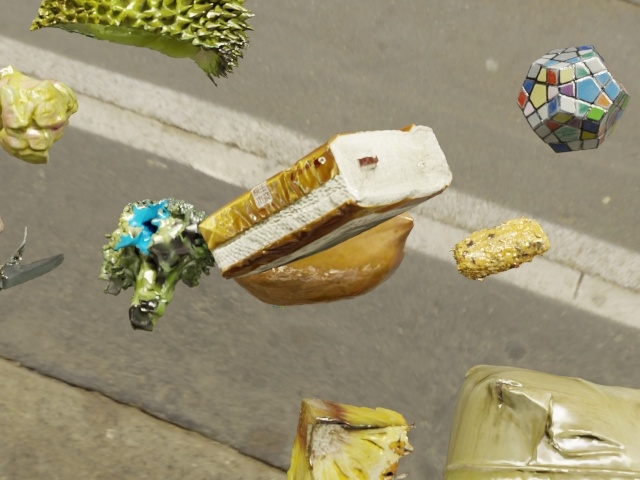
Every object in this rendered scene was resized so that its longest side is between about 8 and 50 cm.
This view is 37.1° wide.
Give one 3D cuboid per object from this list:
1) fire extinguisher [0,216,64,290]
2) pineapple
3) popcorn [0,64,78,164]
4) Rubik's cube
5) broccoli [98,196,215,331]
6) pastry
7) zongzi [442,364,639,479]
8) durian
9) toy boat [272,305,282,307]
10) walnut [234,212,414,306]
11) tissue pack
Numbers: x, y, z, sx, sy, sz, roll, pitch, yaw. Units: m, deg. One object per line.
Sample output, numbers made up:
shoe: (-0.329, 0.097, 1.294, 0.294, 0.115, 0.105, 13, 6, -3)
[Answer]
fire extinguisher: (-0.354, -0.029, 0.797, 0.268, 0.105, 0.105, 28, 82, 2)
pineapple: (0.029, 0.328, 1.465, 0.236, 0.114, 0.186, -43, 113, -8)
popcorn: (-0.312, -0.133, 1.024, 0.089, 0.109, 0.097, 15, 85, -12)
Rubik's cube: (0.254, -0.142, 0.957, 0.111, 0.111, 0.093, -13, 114, 4)
broccoli: (-0.194, 0.029, 1.132, 0.167, 0.155, 0.160, 1, 51, 8)
pastry: (0.263, 0.013, 1.400, 0.140, 0.056, 0.080, -28, 38, 14)
zongzi: (0.119, 0.152, 0.342, 0.178, 0.081, 0.189, 16, 78, -5)
durian: (-0.225, -0.327, 1.341, 0.169, 0.351, 0.158, -18, 76, 40)
toy boat: (-0.031, -0.001, 1.846, 0.084, 0.111, 0.276, -1, 60, 41)
walnut: (0.000, 0.000, 1.335, 0.297, 0.203, 0.203, -4, 76, 32)
tissue pack: (0.007, -0.040, 1.035, 0.226, 0.183, 0.092, -30, 82, 41)
